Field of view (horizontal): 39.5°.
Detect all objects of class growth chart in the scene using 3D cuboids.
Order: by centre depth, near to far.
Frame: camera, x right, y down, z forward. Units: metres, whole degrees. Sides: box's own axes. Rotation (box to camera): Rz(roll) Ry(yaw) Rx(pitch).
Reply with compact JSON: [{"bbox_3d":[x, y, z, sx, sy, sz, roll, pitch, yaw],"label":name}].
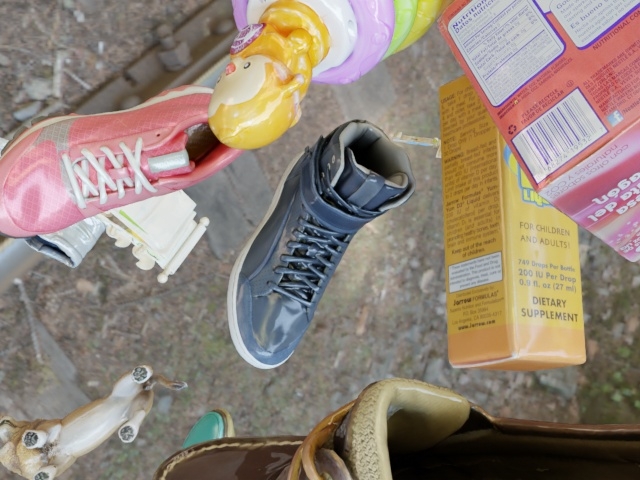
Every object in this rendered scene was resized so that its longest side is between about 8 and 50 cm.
[{"bbox_3d":[-0.290,-0.058,1.435,0.237,0.021,0.172,48,51,-6],"label":"growth chart"}]

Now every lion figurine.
[{"bbox_3d":[-0.421,0.334,1.650,0.392,0.240,0.142,-22,90,-5],"label":"lion figurine"}]

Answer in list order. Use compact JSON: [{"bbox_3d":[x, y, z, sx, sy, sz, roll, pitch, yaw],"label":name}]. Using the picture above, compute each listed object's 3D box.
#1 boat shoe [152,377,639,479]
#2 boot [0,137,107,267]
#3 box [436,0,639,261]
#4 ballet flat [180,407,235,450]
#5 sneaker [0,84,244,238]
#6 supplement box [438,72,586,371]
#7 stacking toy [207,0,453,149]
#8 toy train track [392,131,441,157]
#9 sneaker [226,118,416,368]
[{"bbox_3d":[0.043,0.115,0.417,0.123,0.342,0.123,-38,118,-46],"label":"boat shoe"},{"bbox_3d":[-0.502,-0.062,1.566,0.258,0.095,0.123,38,57,-20],"label":"boot"},{"bbox_3d":[0.237,-0.144,0.496,0.300,0.154,0.142,-39,142,23],"label":"box"},{"bbox_3d":[-0.130,0.288,0.940,0.073,0.080,0.232,24,90,-38],"label":"ballet flat"},{"bbox_3d":[-0.204,-0.092,0.947,0.313,0.136,0.116,-28,116,-29],"label":"sneaker"},{"bbox_3d":[0.146,-0.019,0.692,0.078,0.080,0.234,7,73,-30],"label":"supplement box"},{"bbox_3d":[0.006,-0.157,0.556,0.166,0.175,0.302,55,45,-27],"label":"stacking toy"},{"bbox_3d":[0.123,-0.115,1.005,0.014,0.083,0.048,83,23,-43],"label":"toy train track"},{"bbox_3d":[-0.001,-0.001,0.775,0.086,0.163,0.226,25,70,-21],"label":"sneaker"}]
